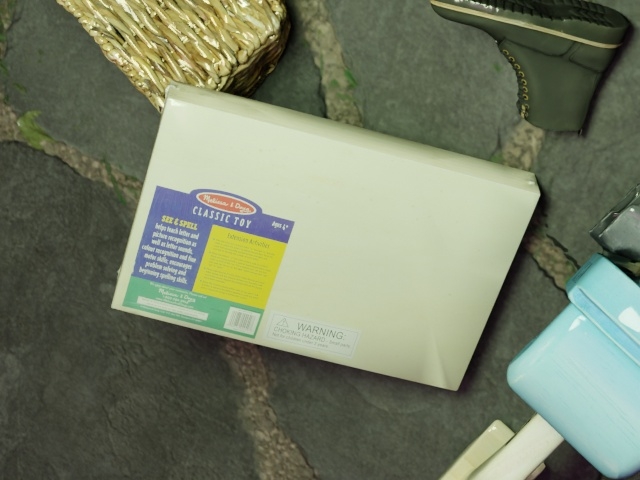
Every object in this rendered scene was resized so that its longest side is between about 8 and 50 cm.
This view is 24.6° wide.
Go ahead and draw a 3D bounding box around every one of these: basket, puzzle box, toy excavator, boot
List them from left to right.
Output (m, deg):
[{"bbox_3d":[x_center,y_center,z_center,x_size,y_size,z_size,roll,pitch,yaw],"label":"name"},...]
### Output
[{"bbox_3d":[-0.172,-0.290,1.655,0.213,0.223,0.299,-43,86,1],"label":"basket"},{"bbox_3d":[0.000,0.000,1.589,0.408,0.052,0.272,15,120,-9],"label":"puzzle box"},{"bbox_3d":[0.195,-0.180,1.482,0.197,0.077,0.137,14,123,0],"label":"boot"},{"bbox_3d":[0.267,0.152,1.492,0.222,0.433,0.445,45,96,6],"label":"toy excavator"}]
